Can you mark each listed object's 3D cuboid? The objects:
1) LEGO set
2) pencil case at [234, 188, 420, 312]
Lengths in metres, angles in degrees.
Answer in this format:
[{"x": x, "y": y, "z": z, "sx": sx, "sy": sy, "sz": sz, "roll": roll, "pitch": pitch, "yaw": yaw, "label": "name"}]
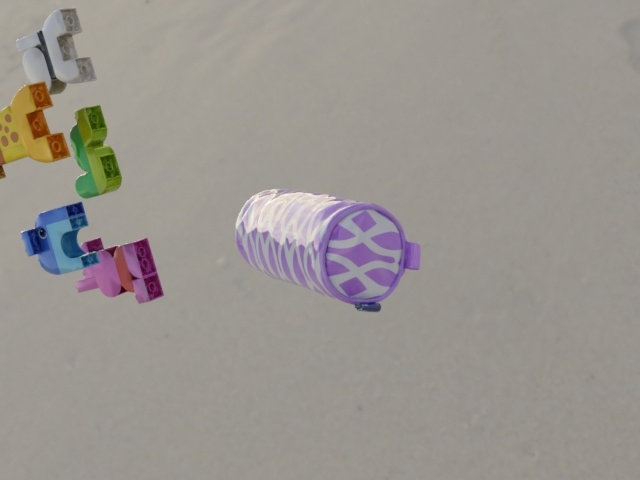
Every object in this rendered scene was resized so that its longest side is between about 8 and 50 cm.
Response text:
[{"x": -0.210, "y": -0.049, "z": 0.875, "sx": 0.093, "sy": 0.227, "sz": 0.087, "roll": -13, "pitch": 5, "yaw": 31, "label": "LEGO set"}, {"x": 0.000, "y": 0.000, "z": 0.986, "sx": 0.088, "sy": 0.086, "sz": 0.206, "roll": -6, "pitch": 11, "yaw": -25, "label": "pencil case"}]
